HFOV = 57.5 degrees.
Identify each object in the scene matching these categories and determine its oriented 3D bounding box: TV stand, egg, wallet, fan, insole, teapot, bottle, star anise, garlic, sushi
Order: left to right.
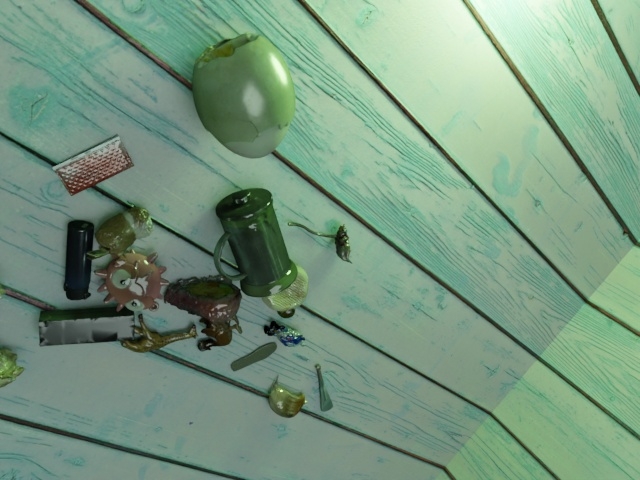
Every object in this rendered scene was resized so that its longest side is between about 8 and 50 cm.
[{"bbox_3d":[-0.711,0.062,1.712,0.082,0.072,0.244,14,113,4],"label":"bottle"},{"bbox_3d":[-0.712,0.262,1.788,0.270,0.083,0.088,-2,108,-20],"label":"TV stand"},{"bbox_3d":[-0.634,-0.209,1.638,0.197,0.020,0.103,-30,126,-13],"label":"wallet"},{"bbox_3d":[-0.378,0.201,1.921,0.241,0.161,0.107,-3,119,-29],"label":"sushi"},{"bbox_3d":[-0.204,-0.385,1.618,0.279,0.278,0.335,-27,121,-15],"label":"egg"},{"bbox_3d":[-0.230,0.009,1.870,0.270,0.200,0.336,-36,128,-30],"label":"teapot"},{"bbox_3d":[-0.252,0.444,2.224,0.192,0.010,0.063,-24,125,-16],"label":"insole"},{"bbox_3d":[-0.150,0.639,2.357,0.198,0.091,0.128,46,74,-32],"label":"garlic"},{"bbox_3d":[0.000,0.000,2.076,0.228,0.148,0.218,0,154,-1],"label":"star anise"},{"bbox_3d":[0.006,0.627,2.467,0.057,0.023,0.281,-19,124,-9],"label":"fan"}]

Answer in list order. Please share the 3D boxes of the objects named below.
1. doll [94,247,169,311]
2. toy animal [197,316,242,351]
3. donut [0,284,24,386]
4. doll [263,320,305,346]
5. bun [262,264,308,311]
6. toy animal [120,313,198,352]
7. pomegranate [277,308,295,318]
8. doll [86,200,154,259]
[{"bbox_3d":[-0.581,0.114,1.795,0.211,0.093,0.261,-28,109,-15],"label":"doll"},{"bbox_3d":[-0.375,0.316,2.043,0.179,0.089,0.188,-27,133,4],"label":"toy animal"},{"bbox_3d":[-1.009,0.271,1.606,0.308,0.150,0.370,-11,121,-24],"label":"donut"},{"bbox_3d":[-0.127,0.362,2.218,0.096,0.070,0.195,-32,131,28],"label":"doll"},{"bbox_3d":[-0.134,0.162,2.078,0.184,0.102,0.183,-7,108,-22],"label":"bun"},{"bbox_3d":[-0.550,0.322,1.959,0.276,0.054,0.149,21,101,-34],"label":"toy animal"},{"bbox_3d":[-0.119,0.250,2.154,0.085,0.073,0.073,-22,125,-18],"label":"pomegranate"},{"bbox_3d":[-0.588,-0.014,1.704,0.221,0.115,0.105,-47,171,-25],"label":"doll"}]
